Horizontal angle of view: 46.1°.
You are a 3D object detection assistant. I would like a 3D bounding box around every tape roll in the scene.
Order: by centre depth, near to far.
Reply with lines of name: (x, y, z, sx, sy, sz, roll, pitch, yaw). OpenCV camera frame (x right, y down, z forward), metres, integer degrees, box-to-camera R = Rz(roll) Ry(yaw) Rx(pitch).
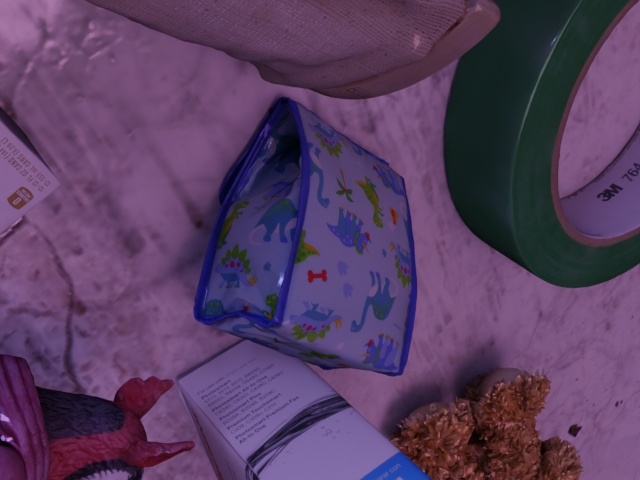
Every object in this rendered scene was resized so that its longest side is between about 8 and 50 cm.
tape roll: (0.248, -0.117, 0.623, 0.321, 0.077, 0.322, -19, 127, -28)

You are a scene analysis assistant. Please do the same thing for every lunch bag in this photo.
lunch bag: (0.000, 0.000, 0.495, 0.128, 0.096, 0.151, 28, 68, -44)

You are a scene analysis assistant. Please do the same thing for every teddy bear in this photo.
teddy bear: (0.162, 0.274, 0.779, 0.245, 0.113, 0.338, -7, 121, -32)

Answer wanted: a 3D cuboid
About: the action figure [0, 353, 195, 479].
action figure: (-0.244, 0.125, 0.352, 0.370, 0.248, 0.276, -21, 103, -27)

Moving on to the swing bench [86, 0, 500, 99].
swing bench: (-0.029, -0.197, 0.298, 0.253, 0.165, 0.255, 11, 110, -42)

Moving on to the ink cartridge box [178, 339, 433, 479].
ink cartridge box: (-0.003, 0.178, 0.527, 0.085, 0.203, 0.148, -30, 132, -22)

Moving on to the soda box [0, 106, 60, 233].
soda box: (-0.207, -0.082, 0.299, 0.074, 0.069, 0.216, -42, 133, -8)
